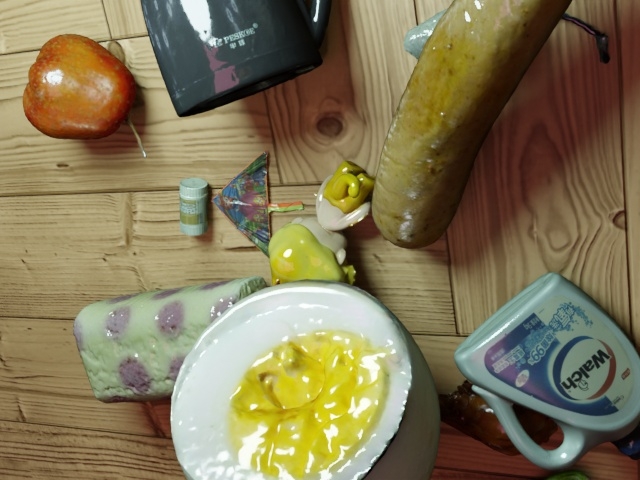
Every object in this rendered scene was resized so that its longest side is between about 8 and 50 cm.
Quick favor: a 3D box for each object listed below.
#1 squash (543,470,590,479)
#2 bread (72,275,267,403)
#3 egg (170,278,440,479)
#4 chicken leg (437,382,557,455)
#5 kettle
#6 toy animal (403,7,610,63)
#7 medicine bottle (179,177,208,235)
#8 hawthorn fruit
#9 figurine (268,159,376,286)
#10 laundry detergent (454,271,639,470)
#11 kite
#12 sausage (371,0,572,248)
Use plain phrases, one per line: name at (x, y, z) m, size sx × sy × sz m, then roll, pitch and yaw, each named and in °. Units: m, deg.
squash at (0.323, 0.426, 1.338) m, size 0.069 × 0.069 × 0.239 m, roll 48°, pitch 123°, yaw -1°
bread at (-0.240, 0.172, 1.433) m, size 0.338 × 0.155 × 0.187 m, roll -8°, pitch 105°, yaw 28°
egg at (0.005, 0.281, 1.218) m, size 0.354 × 0.354 × 0.340 m, roll 3°, pitch 145°, yaw 24°
chicken leg at (0.208, 0.262, 1.312) m, size 0.304 × 0.093 × 0.113 m, roll 2°, pitch 125°, yaw 29°
kettle at (-0.113, -0.342, 1.136) m, size 0.268 × 0.207 × 0.290 m, roll -20°, pitch 95°, yaw 1°
toy animal at (0.231, -0.263, 1.076) m, size 0.253 × 0.070 × 0.079 m, roll -1°, pitch 148°, yaw 13°
medicine bottle at (-0.203, -0.054, 1.375) m, size 0.047 × 0.047 × 0.083 m, roll 13°, pitch 118°, yaw 19°
hawthorn fruit at (-0.345, -0.219, 1.319) m, size 0.203 × 0.162 × 0.162 m, roll 20°, pitch 122°, yaw -10°
figurine at (0.000, 0.000, 1.270) m, size 0.156 × 0.131 × 0.246 m, roll 37°, pitch 111°, yaw 28°
laundry detergent at (0.341, 0.204, 1.177) m, size 0.215 × 0.105 × 0.280 m, roll -40°, pitch 92°, yaw 4°
kite at (-0.100, -0.056, 1.349) m, size 0.159 × 0.010 × 0.190 m, roll 9°, pitch 118°, yaw 19°
sausage at (0.168, -0.172, 1.045) m, size 0.136 × 0.123 × 0.501 m, roll 14°, pitch 135°, yaw -8°
